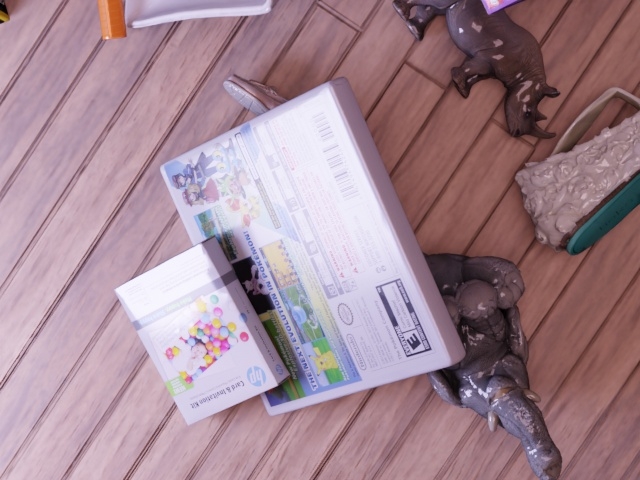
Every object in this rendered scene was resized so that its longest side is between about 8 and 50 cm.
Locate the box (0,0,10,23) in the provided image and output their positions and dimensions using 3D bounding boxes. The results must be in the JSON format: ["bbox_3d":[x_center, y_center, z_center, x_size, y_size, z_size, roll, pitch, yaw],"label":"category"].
[{"bbox_3d":[-0.529,-0.239,1.615,0.322,0.257,0.079,-19,94,0],"label":"box"}]

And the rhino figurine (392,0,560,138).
[{"bbox_3d":[0.198,-0.215,1.708,0.106,0.073,0.243,-39,93,5],"label":"rhino figurine"}]

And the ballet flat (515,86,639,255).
[{"bbox_3d":[0.397,-0.146,1.688,0.409,0.147,0.147,-36,92,2],"label":"ballet flat"}]

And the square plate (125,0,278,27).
[{"bbox_3d":[-0.116,-0.411,1.597,0.049,0.344,0.347,2,93,-32],"label":"square plate"}]

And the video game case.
[{"bbox_3d":[-0.017,0.018,1.645,0.300,0.036,0.329,-21,94,43],"label":"video game case"}]

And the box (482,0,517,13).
[{"bbox_3d":[0.232,-0.375,1.609,0.057,0.293,0.201,-23,93,40],"label":"box"}]

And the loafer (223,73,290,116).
[{"bbox_3d":[-0.055,-0.161,1.729,0.125,0.045,0.039,35,75,-8],"label":"loafer"}]

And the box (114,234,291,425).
[{"bbox_3d":[-0.139,0.107,1.709,0.145,0.038,0.186,-26,94,30],"label":"box"}]

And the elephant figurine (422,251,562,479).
[{"bbox_3d":[0.183,0.141,1.692,0.169,0.186,0.239,-10,123,34],"label":"elephant figurine"}]

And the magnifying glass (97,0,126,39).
[{"bbox_3d":[-0.254,-0.350,1.702,0.092,0.026,0.231,-10,98,-24],"label":"magnifying glass"}]
